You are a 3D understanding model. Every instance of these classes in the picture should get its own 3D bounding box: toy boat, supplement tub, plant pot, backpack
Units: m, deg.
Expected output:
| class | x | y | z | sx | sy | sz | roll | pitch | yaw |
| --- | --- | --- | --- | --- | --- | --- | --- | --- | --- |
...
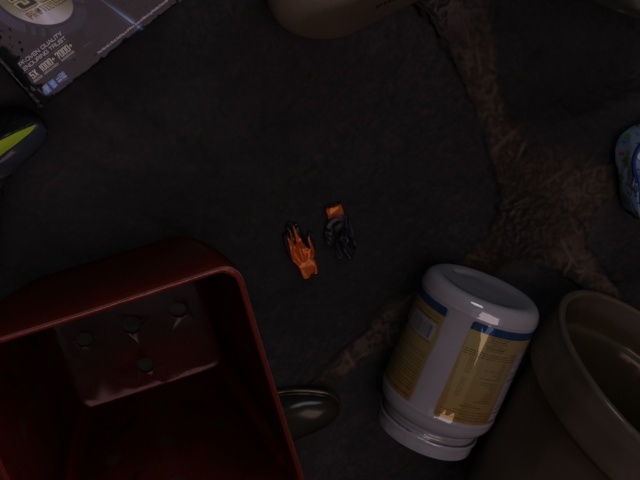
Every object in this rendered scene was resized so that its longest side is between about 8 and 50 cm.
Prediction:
| class | x | y | z | sx | sy | sz | roll | pitch | yaw |
| --- | --- | --- | --- | --- | --- | --- | --- | --- | --- |
| toy boat | 0.038 | -0.305 | 0.957 | 0.231 | 0.151 | 0.151 | -27 | 84 | -3 |
| supplement tub | 0.158 | 0.142 | 1.138 | 0.144 | 0.144 | 0.200 | 15 | 107 | -18 |
| plant pot | 0.330 | 0.267 | 1.166 | 0.323 | 0.323 | 0.280 | 25 | 120 | -21 |
| backpack | 0.412 | -0.084 | 1.143 | 0.105 | 0.084 | 0.114 | -23 | 111 | -6 |
| plant pot | -0.193 | 0.138 | 1.004 | 0.267 | 0.236 | 0.267 | -17 | 113 | -6 |

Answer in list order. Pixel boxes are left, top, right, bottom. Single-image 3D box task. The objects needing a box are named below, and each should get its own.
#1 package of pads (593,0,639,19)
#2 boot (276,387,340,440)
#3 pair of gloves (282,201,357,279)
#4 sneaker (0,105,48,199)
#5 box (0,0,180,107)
| class | x | y | z | sx | sy | sz | roll | pitch | yaw |
| --- | --- | --- | --- | --- | --- | --- | --- | --- | --- |
| package of pads | 0.320 | -0.342 | 0.921 | 0.101 | 0.296 | 0.229 | 28 | 107 | 20 |
| boot | -0.072 | 0.244 | 1.144 | 0.219 | 0.106 | 0.082 | -15 | 114 | -7 |
| pair of gloves | 0.000 | 0.000 | 1.119 | 0.083 | 0.010 | 0.074 | -24 | 113 | -6 |
| sneaker | -0.375 | -0.014 | 0.986 | 0.300 | 0.111 | 0.121 | -44 | 124 | 12 |
| box | -0.249 | -0.244 | 0.929 | 0.180 | 0.077 | 0.147 | -36 | 114 | 2 |
